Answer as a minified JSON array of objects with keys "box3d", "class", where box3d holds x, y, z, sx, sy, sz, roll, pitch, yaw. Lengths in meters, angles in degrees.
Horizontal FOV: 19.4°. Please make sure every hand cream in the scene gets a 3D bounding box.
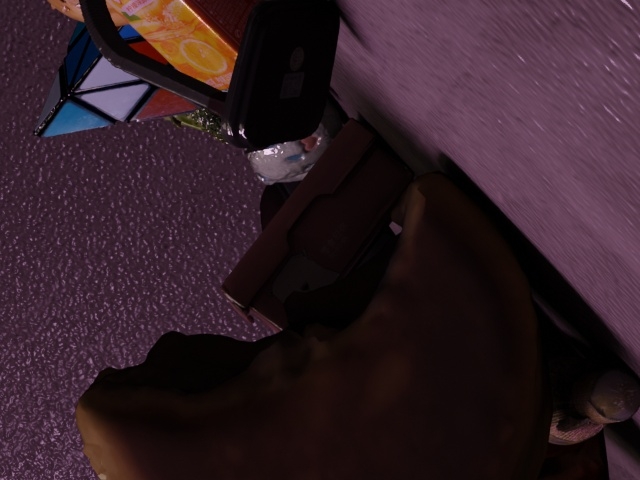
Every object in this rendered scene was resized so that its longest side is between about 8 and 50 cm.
[{"box3d":[0.238,0.139,1.652,0.084,0.084,0.203,48,170,-1],"class":"hand cream"}]

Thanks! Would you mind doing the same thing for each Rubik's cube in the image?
[{"box3d":[-0.177,-0.259,1.953,0.234,0.284,0.250,119,146,-83],"class":"Rubik's cube"}]

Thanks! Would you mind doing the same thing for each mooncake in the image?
[{"box3d":[-0.002,0.131,1.614,0.394,0.393,0.246,11,171,16],"class":"mooncake"}]

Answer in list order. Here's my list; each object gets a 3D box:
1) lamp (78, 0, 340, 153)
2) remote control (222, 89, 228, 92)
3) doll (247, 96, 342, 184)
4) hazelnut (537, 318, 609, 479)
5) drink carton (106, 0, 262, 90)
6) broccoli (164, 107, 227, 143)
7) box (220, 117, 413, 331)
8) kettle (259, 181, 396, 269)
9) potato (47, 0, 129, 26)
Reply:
[{"box3d":[-0.090,-0.189,1.467,0.283,0.124,0.203,40,-153,24],"class":"lamp"},{"box3d":[-0.065,-0.167,1.945,0.103,0.051,0.293,11,163,13],"class":"remote control"},{"box3d":[-0.027,-0.104,1.911,0.214,0.103,0.071,90,159,-78],"class":"doll"},{"box3d":[0.126,0.217,1.917,0.359,0.359,0.409,47,-175,25],"class":"hazelnut"},{"box3d":[-0.134,-0.227,1.622,0.223,0.071,0.096,43,150,-26],"class":"drink carton"},{"box3d":[-0.127,-0.180,2.210,0.162,0.138,0.146,34,-132,-49],"class":"broccoli"},{"box3d":[0.000,0.000,1.875,0.086,0.215,0.215,37,175,4],"class":"box"},{"box3d":[-0.010,-0.016,2.114,0.202,0.144,0.232,56,180,-31],"class":"kettle"},{"box3d":[-0.209,-0.280,1.775,0.150,0.146,0.234,40,-176,-26],"class":"potato"}]
